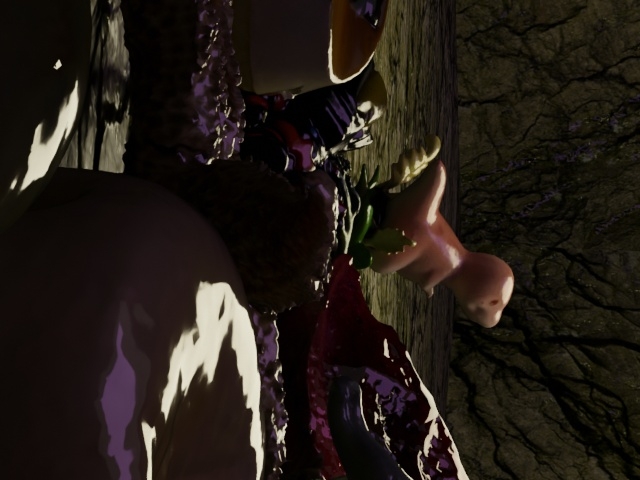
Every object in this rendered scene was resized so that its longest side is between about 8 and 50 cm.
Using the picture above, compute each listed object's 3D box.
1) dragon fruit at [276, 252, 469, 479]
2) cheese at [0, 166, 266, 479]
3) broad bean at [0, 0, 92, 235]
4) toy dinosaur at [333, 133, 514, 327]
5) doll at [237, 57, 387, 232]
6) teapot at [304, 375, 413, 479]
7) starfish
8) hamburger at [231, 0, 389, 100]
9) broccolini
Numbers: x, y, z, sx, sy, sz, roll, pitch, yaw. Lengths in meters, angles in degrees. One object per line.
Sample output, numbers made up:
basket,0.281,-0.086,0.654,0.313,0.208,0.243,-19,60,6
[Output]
dragon fruit,-0.001,0.167,1.254,0.262,0.134,0.211,63,31,-6
cheese,-0.091,0.088,0.571,0.235,0.117,0.218,71,25,-61
broad bean,-0.138,-0.086,0.273,0.189,0.121,0.263,-73,150,-42
toy dinosaur,0.105,0.004,1.700,0.152,0.177,0.194,-68,157,-70
doll,-0.003,-0.096,1.233,0.248,0.088,0.127,-68,159,-57
teapot,-0.002,0.230,1.072,0.193,0.129,0.294,-16,143,-42
starfish,-0.060,-0.050,0.754,0.301,0.084,0.293,97,-16,-57
hamburger,-0.018,-0.190,1.037,0.173,0.116,0.210,40,57,-70
broccolini,0.007,0.000,1.459,0.054,0.052,0.194,-62,154,-64
